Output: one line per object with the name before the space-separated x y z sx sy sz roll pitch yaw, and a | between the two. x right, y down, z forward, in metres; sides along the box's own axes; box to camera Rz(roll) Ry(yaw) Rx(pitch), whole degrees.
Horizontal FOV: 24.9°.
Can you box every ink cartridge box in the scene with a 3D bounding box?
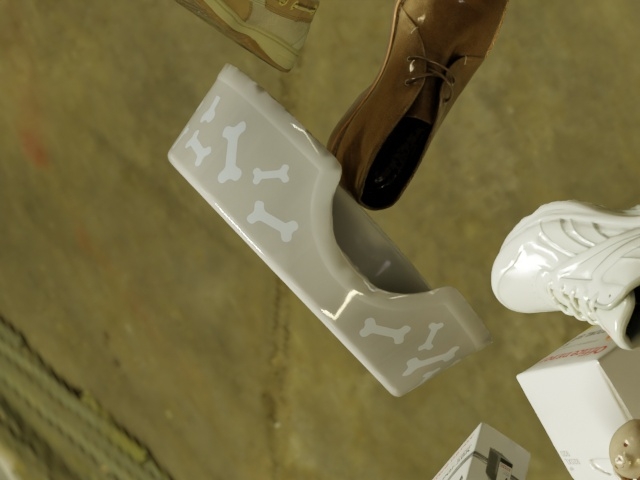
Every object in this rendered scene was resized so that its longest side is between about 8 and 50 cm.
ink cartridge box | 0.124 0.233 1.244 0.056 0.135 0.099 35 116 -2
ink cartridge box | 0.351 0.139 1.420 0.168 0.232 0.171 59 159 -1

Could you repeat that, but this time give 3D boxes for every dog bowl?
dog bowl | 0.000 0.000 1.320 0.349 0.102 0.349 46 179 1

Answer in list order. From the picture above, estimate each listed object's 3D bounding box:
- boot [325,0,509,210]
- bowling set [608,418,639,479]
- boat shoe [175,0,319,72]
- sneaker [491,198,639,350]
boot | 0.110 -0.164 1.396 0.305 0.112 0.115 -62 18 15
bowling set | 0.274 0.126 1.043 0.154 0.199 0.287 48 131 39
boat shoe | -0.040 -0.119 0.653 0.050 0.045 0.135 33 -177 22
sneaker | 0.214 0.030 1.085 0.232 0.115 0.090 -17 132 45
